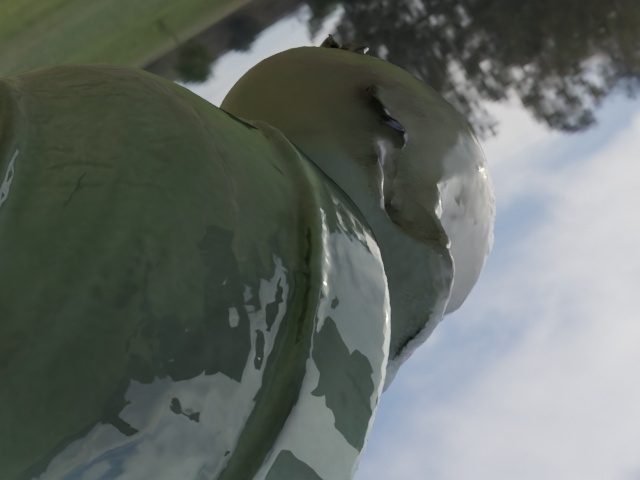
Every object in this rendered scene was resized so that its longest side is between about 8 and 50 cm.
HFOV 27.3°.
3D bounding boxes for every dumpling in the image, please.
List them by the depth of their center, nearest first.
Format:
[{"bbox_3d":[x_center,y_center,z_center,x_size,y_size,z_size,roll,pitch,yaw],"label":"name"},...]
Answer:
[{"bbox_3d":[0.005,0.002,0.762,0.243,0.175,0.227,-45,157,-62],"label":"dumpling"}]

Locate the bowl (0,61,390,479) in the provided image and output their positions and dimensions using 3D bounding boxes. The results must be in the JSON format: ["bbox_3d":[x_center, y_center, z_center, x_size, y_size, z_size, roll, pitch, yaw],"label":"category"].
[{"bbox_3d":[-0.134,0.047,0.531,0.307,0.163,0.307,-26,-143,22],"label":"bowl"}]
